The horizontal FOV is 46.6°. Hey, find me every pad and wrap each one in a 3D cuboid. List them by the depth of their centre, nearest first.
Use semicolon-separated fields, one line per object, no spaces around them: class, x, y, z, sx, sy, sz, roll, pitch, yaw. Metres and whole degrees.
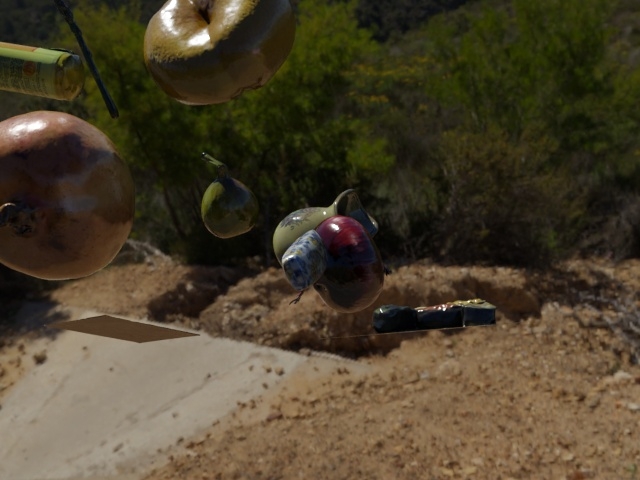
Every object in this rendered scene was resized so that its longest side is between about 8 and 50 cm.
pad;-0.553;0.254;2.096;0.248;0.367;0.007;-10;71;30

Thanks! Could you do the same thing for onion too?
onion;0.036;0.072;2.017;0.285;0.273;0.273;-15;25;-22

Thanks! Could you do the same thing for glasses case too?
glasses case;-0.029;0.040;1.563;0.065;0.087;0.248;-22;10;13

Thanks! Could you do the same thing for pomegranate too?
pomegranate;-0.527;-0.081;1.442;0.338;0.338;0.338;-15;28;8

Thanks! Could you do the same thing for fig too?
fig;-0.222;-0.104;1.829;0.142;0.186;0.148;-1;31;-18

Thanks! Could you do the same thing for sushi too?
sushi;0.236;0.161;1.586;0.359;0.064;0.343;1;-10;-41

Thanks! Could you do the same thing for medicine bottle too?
medicine bottle;-0.683;-0.405;1.778;0.239;0.124;0.124;9;33;8

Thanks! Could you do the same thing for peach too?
peach;-0.156;-0.312;1.145;0.251;0.153;0.251;-22;41;20

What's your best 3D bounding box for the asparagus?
asparagus;-0.411;-0.323;1.307;0.022;0.233;0.023;-17;11;44

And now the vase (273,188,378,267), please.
vase;0.000;0.000;2.354;0.302;0.241;0.329;-30;6;22
